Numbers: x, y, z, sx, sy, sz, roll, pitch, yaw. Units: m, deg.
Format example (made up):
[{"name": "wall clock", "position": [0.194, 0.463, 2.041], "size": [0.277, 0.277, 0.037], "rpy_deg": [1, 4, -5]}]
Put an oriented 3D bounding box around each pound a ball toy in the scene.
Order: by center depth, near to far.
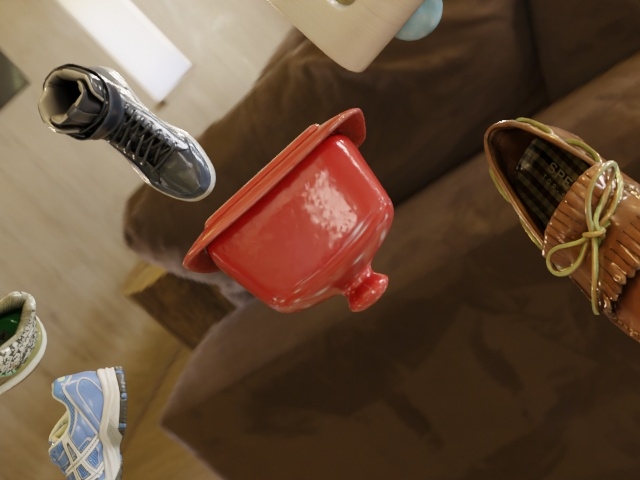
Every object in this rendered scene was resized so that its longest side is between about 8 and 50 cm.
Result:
[{"name": "pound a ball toy", "position": [0.114, -0.297, 0.777], "size": [0.319, 0.136, 0.208], "rpy_deg": [-46, 7, 26]}]

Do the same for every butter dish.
[{"name": "butter dish", "position": [0.000, 0.000, 0.694], "size": [0.160, 0.118, 0.160], "rpy_deg": [-42, -4, 1]}]

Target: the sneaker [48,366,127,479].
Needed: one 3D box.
[{"name": "sneaker", "position": [-0.262, 0.241, 1.083], "size": [0.080, 0.081, 0.211], "rpy_deg": [-150, 63, -72]}]

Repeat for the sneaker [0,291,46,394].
[{"name": "sneaker", "position": [-0.552, 0.208, 1.394], "size": [0.410, 0.158, 0.182], "rpy_deg": [-54, -1, -37]}]

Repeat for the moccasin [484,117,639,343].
[{"name": "moccasin", "position": [0.282, -0.019, 0.986], "size": [0.139, 0.147, 0.380], "rpy_deg": [-55, 34, 26]}]

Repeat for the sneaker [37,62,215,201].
[{"name": "sneaker", "position": [-0.236, -0.126, 1.162], "size": [0.086, 0.226, 0.163], "rpy_deg": [-49, -4, 10]}]
